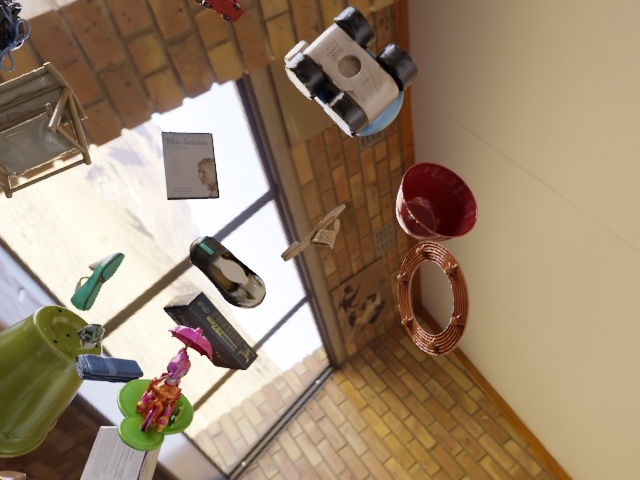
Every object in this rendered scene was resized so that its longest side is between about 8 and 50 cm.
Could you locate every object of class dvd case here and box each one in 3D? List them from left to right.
[{"bbox_3d":[-0.455,-0.263,1.765,0.022,0.181,0.252,142,-59,-64],"label":"dvd case"}]

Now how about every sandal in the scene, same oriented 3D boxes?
[{"bbox_3d":[0.001,0.001,1.461,0.079,0.240,0.088,51,-2,9],"label":"sandal"}]

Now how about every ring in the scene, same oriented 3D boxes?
[{"bbox_3d":[0.315,0.170,1.482,0.337,0.032,0.336,180,-90,-65],"label":"ring"}]

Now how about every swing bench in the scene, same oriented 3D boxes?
[{"bbox_3d":[-0.768,-0.290,1.321,0.165,0.254,0.254,64,5,-60],"label":"swing bench"}]

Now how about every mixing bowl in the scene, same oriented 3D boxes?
[{"bbox_3d":[0.230,-0.067,1.076,0.181,0.182,0.098,55,-33,10],"label":"mixing bowl"}]

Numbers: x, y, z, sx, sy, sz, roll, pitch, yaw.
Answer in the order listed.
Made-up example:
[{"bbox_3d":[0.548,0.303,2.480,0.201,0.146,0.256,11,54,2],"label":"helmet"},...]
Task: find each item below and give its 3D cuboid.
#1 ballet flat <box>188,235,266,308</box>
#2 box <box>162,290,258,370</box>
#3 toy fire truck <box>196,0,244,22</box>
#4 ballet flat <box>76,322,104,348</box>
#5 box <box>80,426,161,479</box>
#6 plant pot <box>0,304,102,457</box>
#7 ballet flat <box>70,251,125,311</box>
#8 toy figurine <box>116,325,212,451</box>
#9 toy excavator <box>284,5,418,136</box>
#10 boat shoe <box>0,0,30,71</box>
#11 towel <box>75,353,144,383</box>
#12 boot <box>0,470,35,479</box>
[{"bbox_3d":[-0.184,0.093,1.112,0.096,0.095,0.280,25,-16,39],"label":"ballet flat"},{"bbox_3d":[-0.291,0.239,1.318,0.183,0.059,0.232,-14,-61,51],"label":"box"},{"bbox_3d":[-0.266,-0.584,1.128,0.192,0.047,0.135,9,51,-56],"label":"toy fire truck"},{"bbox_3d":[-0.667,0.281,1.449,0.070,0.070,0.188,58,-32,0],"label":"ballet flat"},{"bbox_3d":[-0.453,0.503,1.160,0.072,0.137,0.126,78,13,-45],"label":"box"},{"bbox_3d":[-0.888,0.399,1.558,0.366,0.353,0.366,46,4,-5],"label":"plant pot"},{"bbox_3d":[-0.775,0.125,1.733,0.087,0.247,0.083,23,-31,3],"label":"ballet flat"},{"bbox_3d":[-0.237,0.214,0.795,0.130,0.159,0.173,27,13,-5],"label":"toy figurine"},{"bbox_3d":[0.038,-0.448,1.405,0.433,0.222,0.445,46,0,8],"label":"toy excavator"},{"bbox_3d":[-0.497,-0.336,0.776,0.089,0.109,0.258,30,34,-45],"label":"boat shoe"},{"bbox_3d":[-0.410,0.251,0.977,0.120,0.029,0.067,19,10,-41],"label":"towel"},{"bbox_3d":[-0.579,0.496,0.960,0.119,0.042,0.086,2,-93,28],"label":"boot"}]
